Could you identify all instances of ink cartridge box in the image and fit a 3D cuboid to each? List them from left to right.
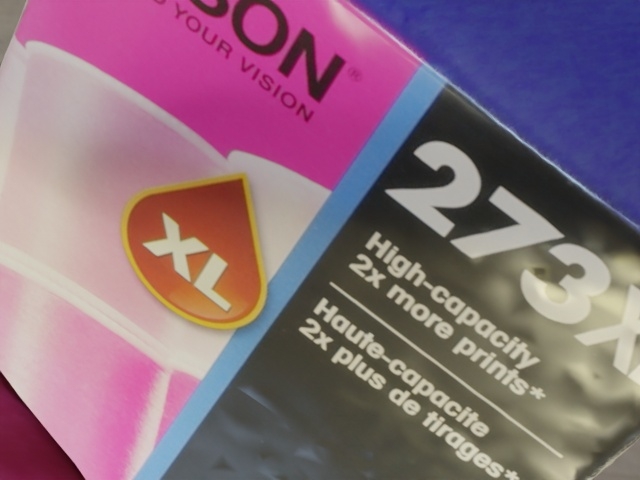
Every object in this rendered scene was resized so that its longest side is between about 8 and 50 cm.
[{"bbox_3d":[0.000,0.000,0.434,0.175,0.371,0.069,38,47,3],"label":"ink cartridge box"}]

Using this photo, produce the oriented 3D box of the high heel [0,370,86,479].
[{"bbox_3d":[0.022,0.096,0.297,0.377,0.181,0.127,14,138,14],"label":"high heel"}]
